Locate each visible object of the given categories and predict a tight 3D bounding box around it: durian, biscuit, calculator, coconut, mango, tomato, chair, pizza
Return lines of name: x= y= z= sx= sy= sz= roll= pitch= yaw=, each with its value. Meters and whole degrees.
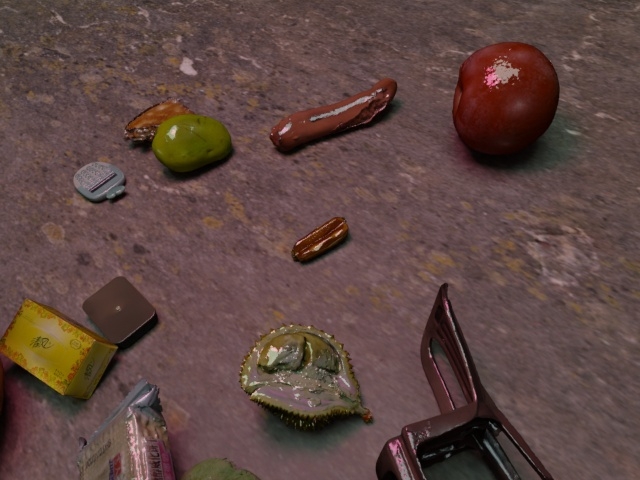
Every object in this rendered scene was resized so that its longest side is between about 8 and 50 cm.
durian: x=-0.013 y=0.206 z=0.798 sx=0.208 sy=0.102 sz=0.147 roll=28 pitch=60 yaw=1
biscuit: x=-0.233 y=0.350 z=0.685 sx=0.186 sy=0.079 sz=0.309 roll=-44 pitch=46 yaw=22
calculator: x=-0.477 y=-0.127 z=1.185 sx=0.153 sy=0.021 sz=0.095 roll=31 pitch=63 yaw=30
coconut: x=-0.135 y=0.355 z=0.716 sx=0.133 sy=0.055 sz=0.158 roll=-29 pitch=54 yaw=-12
mango: x=-0.276 y=-0.211 z=1.163 sx=0.163 sy=0.089 sz=0.117 roll=-24 pitch=95 yaw=-20
tomato: x=0.351 y=-0.267 z=1.038 sx=0.184 sy=0.208 sz=0.208 roll=5 pitch=52 yaw=5
chair: x=0.147 y=0.232 z=0.690 sx=0.183 sy=0.176 sz=0.327 roll=-16 pitch=53 yaw=-14
pizza: x=-0.338 y=-0.265 z=1.254 sx=0.195 sy=0.052 sz=0.185 roll=15 pitch=48 yaw=26

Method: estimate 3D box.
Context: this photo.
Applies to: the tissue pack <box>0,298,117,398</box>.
tissue pack: x=-0.431 y=0.174 z=0.891 sx=0.175 sy=0.062 sz=0.095 roll=22 pitch=78 yaw=24

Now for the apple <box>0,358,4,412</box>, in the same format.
apple: x=-0.669 y=0.216 z=0.734 sx=0.391 sy=0.347 sz=0.392 roll=-7 pitch=50 yaw=8

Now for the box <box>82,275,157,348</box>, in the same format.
box: x=-0.347 y=0.125 z=0.952 sx=0.126 sy=0.031 sz=0.091 roll=34 pitch=64 yaw=30

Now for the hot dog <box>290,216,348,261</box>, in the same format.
hot dog: x=0.000 y=0.000 z=0.995 sx=0.122 sy=0.037 sz=0.049 roll=-31 pitch=64 yaw=-8

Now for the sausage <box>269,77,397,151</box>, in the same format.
sausage: x=0.032 y=-0.270 z=1.182 sx=0.304 sy=0.078 sz=0.078 roll=-22 pitch=51 yaw=-6
